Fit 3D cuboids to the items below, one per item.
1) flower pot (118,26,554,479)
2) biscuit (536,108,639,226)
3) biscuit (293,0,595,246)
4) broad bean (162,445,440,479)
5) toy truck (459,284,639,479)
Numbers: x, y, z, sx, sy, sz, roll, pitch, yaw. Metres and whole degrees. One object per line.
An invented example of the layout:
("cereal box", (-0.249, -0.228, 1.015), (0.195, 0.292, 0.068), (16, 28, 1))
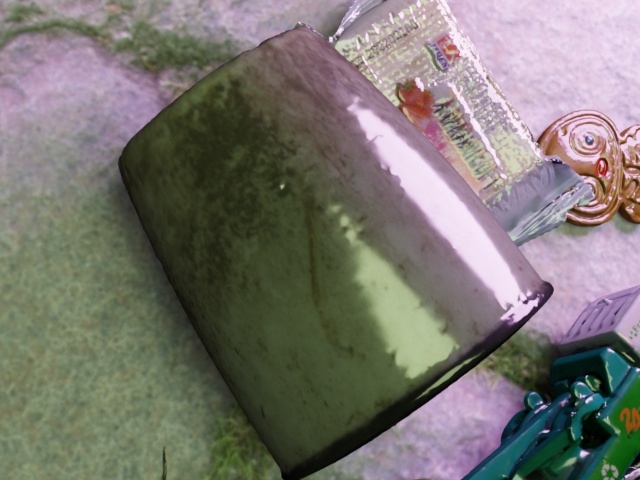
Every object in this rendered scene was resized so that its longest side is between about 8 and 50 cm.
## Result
("flower pot", (0.000, 0.000, 1.332), (0.293, 0.293, 0.330), (-33, 86, -20))
("biscuit", (0.302, -0.075, 1.567), (0.175, 0.026, 0.124), (3, 82, -18))
("biscuit", (0.122, -0.121, 1.485), (0.186, 0.079, 0.309), (-33, 92, -14))
("broad bean", (0.006, 0.260, 1.408), (0.318, 0.056, 0.098), (9, 80, -15))
("toy truck", (0.266, 0.197, 1.433), (0.178, 0.176, 0.363), (48, 65, -8))
